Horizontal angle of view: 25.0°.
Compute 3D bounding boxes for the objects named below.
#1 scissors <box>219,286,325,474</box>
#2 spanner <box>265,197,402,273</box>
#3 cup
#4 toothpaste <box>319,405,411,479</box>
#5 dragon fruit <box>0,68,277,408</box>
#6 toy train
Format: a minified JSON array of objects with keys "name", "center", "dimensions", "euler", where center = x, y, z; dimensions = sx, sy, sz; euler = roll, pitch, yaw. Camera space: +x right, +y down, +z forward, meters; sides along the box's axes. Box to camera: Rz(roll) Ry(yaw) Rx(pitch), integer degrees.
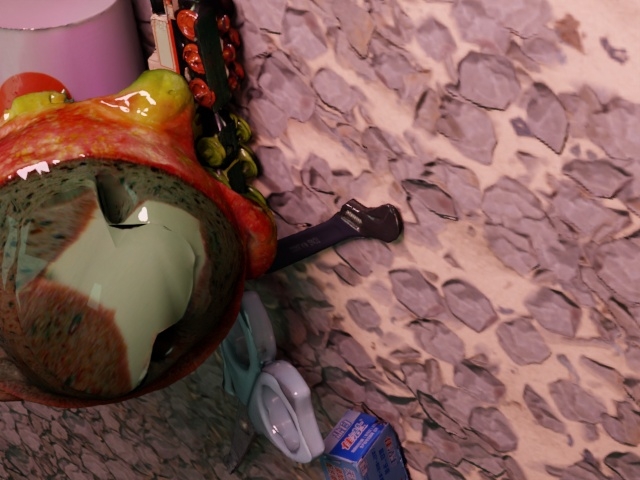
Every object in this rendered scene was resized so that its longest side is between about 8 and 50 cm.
[{"name":"scissors","center":[-0.070,0.167,1.388],"dimensions":[0.191,0.029,0.360],"euler":[59,157,19]},{"name":"spanner","center":[0.000,0.000,1.191],"dimensions":[0.046,0.012,0.208],"euler":[51,145,-12]},{"name":"cup","center":[-0.213,-0.082,1.183],"dimensions":[0.203,0.203,0.288],"euler":[23,134,26]},{"name":"toothpaste","center":[0.060,0.280,1.379],"dimensions":[0.053,0.066,0.272],"euler":[15,136,36]},{"name":"dragon fruit","center":[-0.170,0.013,1.083],"dimensions":[0.268,0.130,0.295],"euler":[15,115,-20]},{"name":"toy train","center":[-0.093,-0.102,1.141],"dimensions":[0.085,0.053,0.250],"euler":[24,142,28]}]
